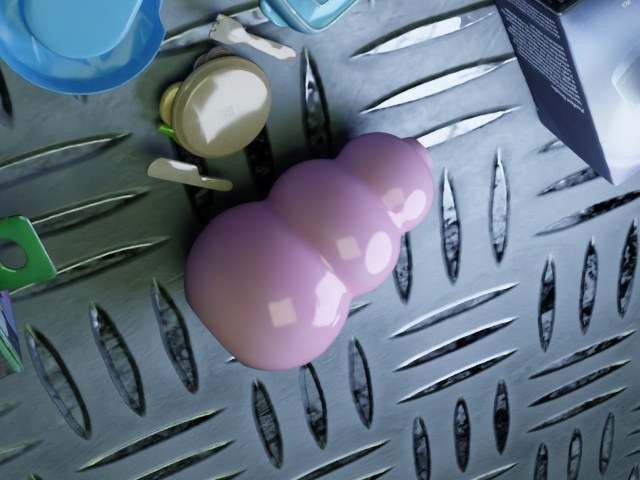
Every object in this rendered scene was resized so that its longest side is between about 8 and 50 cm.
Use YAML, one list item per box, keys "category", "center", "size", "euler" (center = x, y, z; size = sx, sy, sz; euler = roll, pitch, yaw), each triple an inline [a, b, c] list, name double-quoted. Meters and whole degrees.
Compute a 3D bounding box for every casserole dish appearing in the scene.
- category: "casserole dish"
  center: [0.017, -0.294, 0.926]
  size: [0.188, 0.037, 0.114]
  euler: [-42, 133, 9]

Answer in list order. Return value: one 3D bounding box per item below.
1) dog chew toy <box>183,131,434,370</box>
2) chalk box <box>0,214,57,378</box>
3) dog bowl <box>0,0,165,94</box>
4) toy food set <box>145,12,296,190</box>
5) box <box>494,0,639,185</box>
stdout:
- category: "dog chew toy"
  center: [0.000, 0.000, 1.047]
  size: [0.332, 0.206, 0.207]
  euler: [-41, 134, -3]
- category: "chalk box"
  center: [-0.418, 0.051, 0.877]
  size: [0.288, 0.179, 0.180]
  euler: [-24, 132, -10]
- category: "dog bowl"
  center: [-0.199, -0.279, 0.798]
  size: [0.165, 0.074, 0.297]
  euler: [15, 117, -36]
- category: "toy food set"
  center: [-0.115, -0.152, 0.975]
  size: [0.132, 0.038, 0.192]
  euler: [13, 113, -43]
- category: "box"
  center: [0.389, -0.277, 1.037]
  size: [0.296, 0.183, 0.294]
  euler: [-36, 135, 3]
